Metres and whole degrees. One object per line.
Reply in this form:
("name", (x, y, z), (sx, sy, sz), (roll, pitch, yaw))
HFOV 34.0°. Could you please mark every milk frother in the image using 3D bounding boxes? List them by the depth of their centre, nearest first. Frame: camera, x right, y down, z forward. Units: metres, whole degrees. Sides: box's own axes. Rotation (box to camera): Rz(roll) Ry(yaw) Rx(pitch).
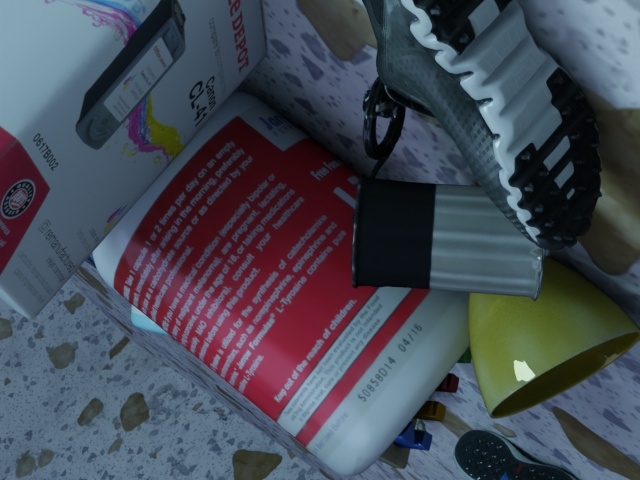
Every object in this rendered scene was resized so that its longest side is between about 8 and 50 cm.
("milk frother", (0.094, -0.039, 0.757), (0.135, 0.129, 0.143), (3, 124, 5))

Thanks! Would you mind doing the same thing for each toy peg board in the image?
("toy peg board", (0.091, 0.152, 1.129), (0.079, 0.160, 0.161), (-1, 154, 37))

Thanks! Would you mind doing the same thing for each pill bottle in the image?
("pill bottle", (-0.058, 0.009, 0.976), (0.408, 0.229, 0.229), (38, 164, 6))

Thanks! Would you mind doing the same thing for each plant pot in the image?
("plant pot", (0.171, 0.067, 0.829), (0.134, 0.134, 0.095), (82, 162, -67))

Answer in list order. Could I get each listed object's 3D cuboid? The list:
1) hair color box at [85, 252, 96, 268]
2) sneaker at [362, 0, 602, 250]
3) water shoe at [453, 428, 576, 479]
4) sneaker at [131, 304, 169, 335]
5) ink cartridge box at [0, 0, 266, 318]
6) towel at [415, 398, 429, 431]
("hair color box", (-0.234, -0.036, 1.358), (0.347, 0.174, 0.105), (29, 160, 34))
("sneaker", (0.094, -0.092, 0.638), (0.106, 0.078, 0.234), (22, 153, 55))
("water shoe", (0.259, 0.317, 1.370), (0.203, 0.073, 0.080), (22, 159, 49))
("sneaker", (-0.050, 0.014, 1.195), (0.319, 0.208, 0.127), (7, 178, -33))
("ink cartridge box", (-0.185, -0.118, 0.775), (0.131, 0.306, 0.226), (36, 164, 13))
("towel", (0.060, 0.172, 1.506), (0.248, 0.038, 0.325), (37, 166, 15))
